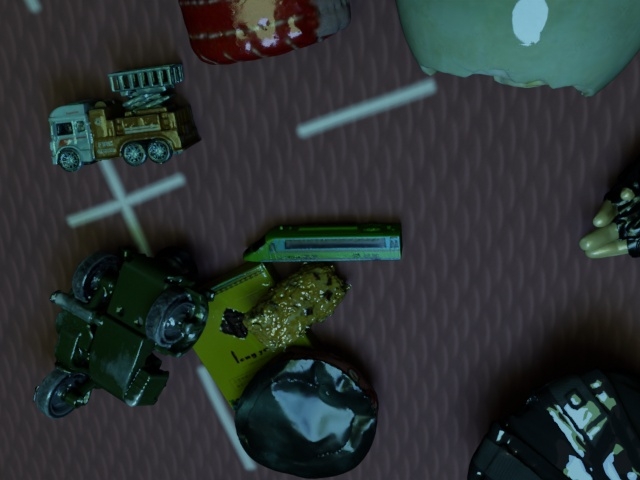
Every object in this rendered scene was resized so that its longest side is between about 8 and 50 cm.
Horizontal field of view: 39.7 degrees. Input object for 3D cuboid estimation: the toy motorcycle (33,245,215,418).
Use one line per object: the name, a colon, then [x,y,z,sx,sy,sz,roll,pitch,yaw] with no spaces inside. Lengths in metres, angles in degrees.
toy motorcycle: [-0.257,0.130,1.166,0.205,0.127,0.275,25,103,24]

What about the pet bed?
pet bed: [-0.017,0.236,1.194,0.201,0.053,0.201,3,112,8]

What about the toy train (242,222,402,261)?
toy train: [0.000,0.000,1.146,0.209,0.044,0.042,-1,111,9]

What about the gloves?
gloves: [0.398,-0.037,1.038,0.203,0.124,0.164,-29,75,43]

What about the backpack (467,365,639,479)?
backpack: [0.391,0.349,1.118,0.446,0.255,0.363,40,105,-4]

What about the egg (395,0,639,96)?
egg: [0.212,-0.312,0.869,0.278,0.278,0.336,7,108,6]

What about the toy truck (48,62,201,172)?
toy truck: [-0.252,-0.152,1.108,0.178,0.080,0.115,-6,105,10]

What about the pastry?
pastry: [-0.030,0.081,1.146,0.140,0.056,0.080,-45,115,-13]

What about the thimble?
thimble: [-0.065,-0.276,0.985,0.190,0.163,0.125,-8,112,18]

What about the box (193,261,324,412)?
box: [-0.073,0.171,1.225,0.153,0.041,0.279,-26,105,17]
